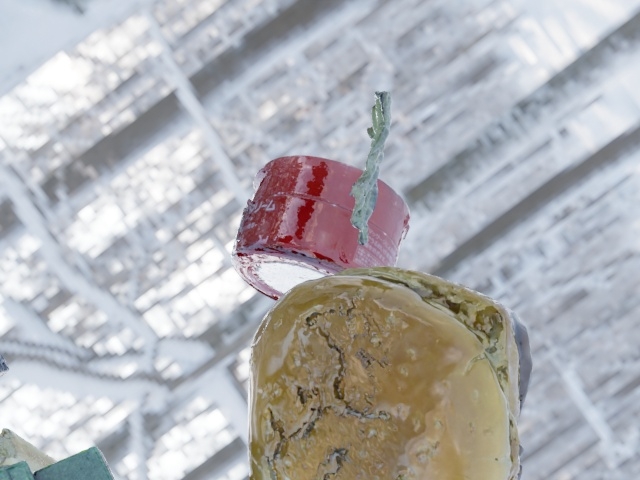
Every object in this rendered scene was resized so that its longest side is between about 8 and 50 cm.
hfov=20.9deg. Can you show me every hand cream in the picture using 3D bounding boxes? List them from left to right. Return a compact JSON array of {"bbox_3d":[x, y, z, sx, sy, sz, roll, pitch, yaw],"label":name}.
[{"bbox_3d":[0.000,0.000,2.349,0.230,0.230,0.149,44,-125,-50],"label":"hand cream"}]

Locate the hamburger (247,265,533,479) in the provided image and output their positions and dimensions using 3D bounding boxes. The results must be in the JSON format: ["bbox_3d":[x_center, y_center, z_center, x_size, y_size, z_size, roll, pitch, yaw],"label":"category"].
[{"bbox_3d":[0.065,0.178,1.729,0.174,0.284,0.304,-5,-85,-61],"label":"hamburger"}]

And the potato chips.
[{"bbox_3d":[0.052,-0.085,1.781,0.207,0.028,0.092,-78,-2,-52],"label":"potato chips"}]

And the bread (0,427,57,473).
[{"bbox_3d":[-0.455,0.366,2.657,0.177,0.084,0.119,35,-168,-17],"label":"bread"}]

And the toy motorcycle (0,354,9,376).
[{"bbox_3d":[-0.366,0.157,1.611,0.084,0.118,0.212,59,148,5],"label":"toy motorcycle"}]

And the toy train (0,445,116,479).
[{"bbox_3d":[-0.246,0.358,1.809,0.330,0.178,0.138,58,162,32],"label":"toy train"}]
